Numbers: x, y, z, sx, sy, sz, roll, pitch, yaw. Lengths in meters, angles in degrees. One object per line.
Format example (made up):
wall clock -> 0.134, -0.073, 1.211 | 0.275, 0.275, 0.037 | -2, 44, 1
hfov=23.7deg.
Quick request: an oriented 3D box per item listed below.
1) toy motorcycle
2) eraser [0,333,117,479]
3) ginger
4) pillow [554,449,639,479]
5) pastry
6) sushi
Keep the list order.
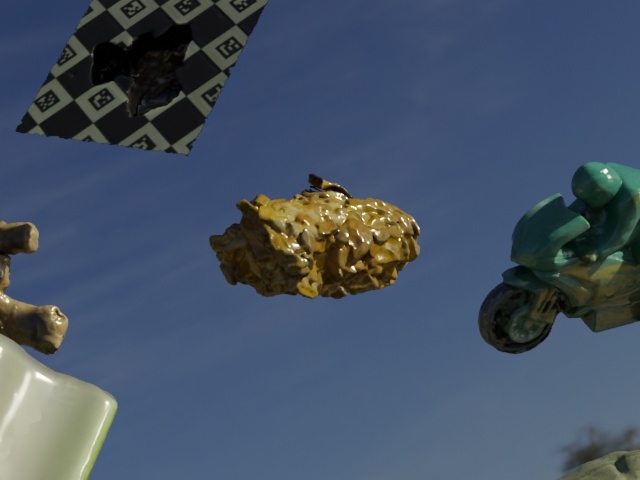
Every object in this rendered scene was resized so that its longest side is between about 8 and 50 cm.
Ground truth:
toy motorcycle -> 0.290, 0.001, 1.495 | 0.297, 0.109, 0.198 | -12, -55, -17
eraser -> -0.215, 0.203, 0.768 | 0.092, 0.274, 0.210 | 29, -34, -15
ginger -> -0.374, 0.025, 1.719 | 0.149, 0.259, 0.065 | -55, -19, -10
pillow -> 0.116, 0.272, 0.995 | 0.322, 0.119, 0.255 | -31, -39, 1
pastry -> 0.000, 0.000, 1.690 | 0.250, 0.154, 0.102 | -9, -61, -49
sushi -> -0.184, -0.180, 1.659 | 0.220, 0.231, 0.047 | 9, -31, 26
